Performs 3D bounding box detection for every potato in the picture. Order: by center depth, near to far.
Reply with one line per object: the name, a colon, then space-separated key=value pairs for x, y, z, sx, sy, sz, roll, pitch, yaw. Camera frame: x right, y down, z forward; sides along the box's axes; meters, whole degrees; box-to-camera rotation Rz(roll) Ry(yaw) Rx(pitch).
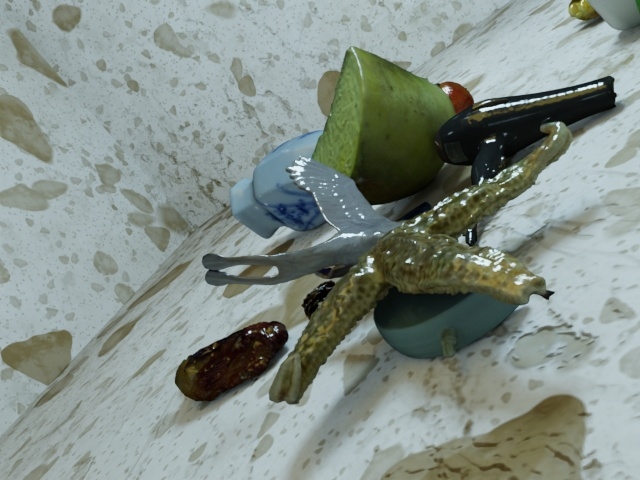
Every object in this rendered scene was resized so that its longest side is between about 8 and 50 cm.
potato: x=0.152 y=-0.170 z=1.148 sx=0.330 sy=0.280 sz=0.213 roll=113 pitch=149 yaw=-45

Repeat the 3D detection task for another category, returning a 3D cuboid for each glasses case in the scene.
glasses case: x=0.170 y=-0.041 z=1.080 sx=0.083 sy=0.023 sz=0.033 roll=-35 pitch=9 yaw=10

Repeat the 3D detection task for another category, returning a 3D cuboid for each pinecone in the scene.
pinecone: x=0.011 y=0.108 z=0.929 sx=0.077 sy=0.077 sz=0.083 roll=-36 pitch=46 yaw=11

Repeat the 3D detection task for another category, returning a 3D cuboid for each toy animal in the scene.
toy animal: x=0.021 y=0.000 z=0.908 sx=0.302 sy=0.225 sz=0.284 roll=3 pitch=21 yaw=32

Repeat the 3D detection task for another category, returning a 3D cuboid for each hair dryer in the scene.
hair dryer: x=0.301 y=-0.116 z=0.918 sx=0.303 sy=0.120 sz=0.359 roll=-9 pitch=40 yaw=36

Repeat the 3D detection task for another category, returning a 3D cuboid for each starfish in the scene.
starfish: x=0.119 y=0.024 z=0.682 sx=0.432 sy=0.082 sz=0.324 roll=-33 pitch=11 yaw=21

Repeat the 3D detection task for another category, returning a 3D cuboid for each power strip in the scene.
power strip: x=0.146 y=0.074 z=0.721 sx=0.167 sy=0.054 sz=0.253 roll=-40 pitch=13 yaw=5

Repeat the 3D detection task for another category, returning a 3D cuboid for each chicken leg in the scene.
chicken leg: x=-0.180 y=0.217 z=1.074 sx=0.322 sy=0.083 sz=0.177 roll=-31 pitch=7 yaw=24

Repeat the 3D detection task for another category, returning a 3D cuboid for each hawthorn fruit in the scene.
hawthorn fruit: x=0.322 y=-0.339 z=1.460 sx=0.128 sy=0.128 sz=0.128 roll=-36 pitch=14 yaw=11

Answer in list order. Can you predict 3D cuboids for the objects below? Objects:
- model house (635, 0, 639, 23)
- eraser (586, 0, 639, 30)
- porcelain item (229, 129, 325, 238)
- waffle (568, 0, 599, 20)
model house: x=0.591 y=-0.478 z=0.862 sx=0.323 sy=0.300 sz=0.340 roll=-31 pitch=18 yaw=-11
eraser: x=0.661 y=-0.603 z=1.094 sx=0.331 sy=0.150 sz=0.331 roll=-33 pitch=44 yaw=40
porcelain item: x=-0.043 y=-0.149 z=1.546 sx=0.405 sy=0.242 sz=0.178 roll=-23 pitch=43 yaw=36
waffle: x=0.726 y=-0.659 z=1.359 sx=0.324 sy=0.151 sz=0.261 roll=-27 pitch=21 yaw=50
